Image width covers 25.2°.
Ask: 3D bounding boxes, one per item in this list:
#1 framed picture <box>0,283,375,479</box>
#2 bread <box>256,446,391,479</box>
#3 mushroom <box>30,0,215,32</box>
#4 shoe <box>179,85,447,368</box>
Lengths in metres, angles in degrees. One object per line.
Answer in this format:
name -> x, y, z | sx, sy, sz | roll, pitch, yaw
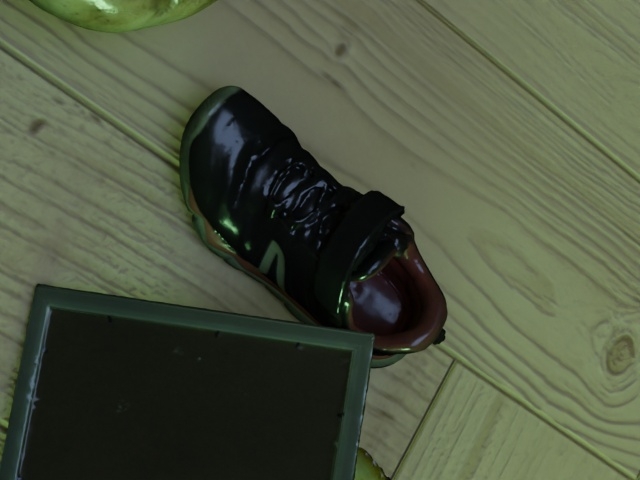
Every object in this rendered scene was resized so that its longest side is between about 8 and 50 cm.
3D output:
framed picture -> -0.106, 0.156, 1.095 | 0.273, 0.016, 0.216 | 9, 80, 7
bread -> -0.018, 0.273, 1.181 | 0.186, 0.124, 0.257 | -29, 105, -16
mushroom -> -0.140, -0.280, 1.059 | 0.255, 0.184, 0.255 | -1, 93, -13
shoe -> 0.000, 0.000, 1.165 | 0.291, 0.137, 0.114 | 47, 71, -20
